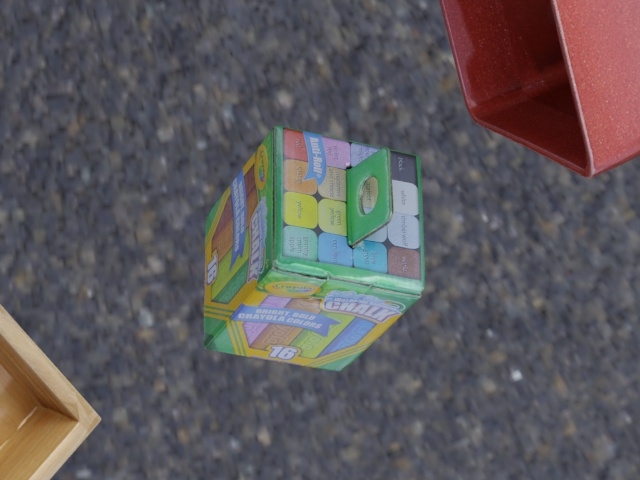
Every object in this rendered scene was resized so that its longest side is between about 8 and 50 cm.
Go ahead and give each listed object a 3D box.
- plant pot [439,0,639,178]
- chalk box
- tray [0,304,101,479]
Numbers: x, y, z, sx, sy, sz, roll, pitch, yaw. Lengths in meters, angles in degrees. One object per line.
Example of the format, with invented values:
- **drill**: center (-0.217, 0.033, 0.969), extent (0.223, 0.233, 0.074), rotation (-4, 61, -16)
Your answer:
- **plant pot**: center (0.209, -0.219, 1.147), extent (0.236, 0.267, 0.267), rotation (-18, 105, -8)
- **chalk box**: center (0.000, 0.000, 1.438), extent (0.132, 0.132, 0.213), rotation (11, 149, -19)
- **tray**: center (-0.338, 0.051, 1.139), extent (0.203, 0.076, 0.411), rotation (-49, 123, -21)
